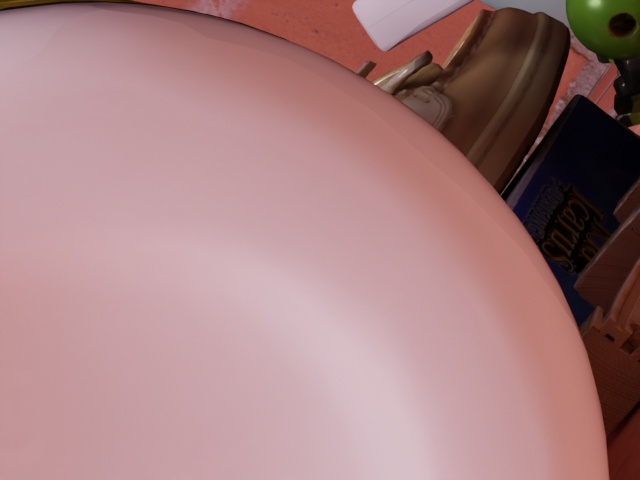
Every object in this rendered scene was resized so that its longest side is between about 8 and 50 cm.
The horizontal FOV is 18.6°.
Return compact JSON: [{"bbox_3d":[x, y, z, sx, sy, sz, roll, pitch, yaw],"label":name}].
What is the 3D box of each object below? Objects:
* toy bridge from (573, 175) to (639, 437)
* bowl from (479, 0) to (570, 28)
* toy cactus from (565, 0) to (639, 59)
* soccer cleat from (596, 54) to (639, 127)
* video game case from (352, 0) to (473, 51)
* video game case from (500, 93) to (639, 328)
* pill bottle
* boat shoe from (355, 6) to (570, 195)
[{"bbox_3d":[0.108,-0.002,0.611,0.063,0.026,0.188,-53,-2,25],"label":"toy bridge"},{"bbox_3d":[0.177,-0.260,1.002,0.311,0.311,0.163,-55,18,-3],"label":"bowl"},{"bbox_3d":[0.161,-0.123,0.518,0.219,0.112,0.180,-57,-22,6],"label":"toy cactus"},{"bbox_3d":[0.166,-0.105,0.802,0.121,0.093,0.289,-22,2,7],"label":"soccer cleat"},{"bbox_3d":[0.155,-0.168,0.683,0.285,0.025,0.204,-36,5,-18],"label":"video game case"},{"bbox_3d":[0.027,0.091,0.735,0.244,0.061,0.269,-54,-2,28],"label":"video game case"},{"bbox_3d":[-0.063,0.031,0.493,0.188,0.188,0.334,-55,13,1],"label":"pill bottle"},{"bbox_3d":[0.000,0.000,0.742,0.285,0.089,0.104,-52,-3,-30],"label":"boat shoe"}]
